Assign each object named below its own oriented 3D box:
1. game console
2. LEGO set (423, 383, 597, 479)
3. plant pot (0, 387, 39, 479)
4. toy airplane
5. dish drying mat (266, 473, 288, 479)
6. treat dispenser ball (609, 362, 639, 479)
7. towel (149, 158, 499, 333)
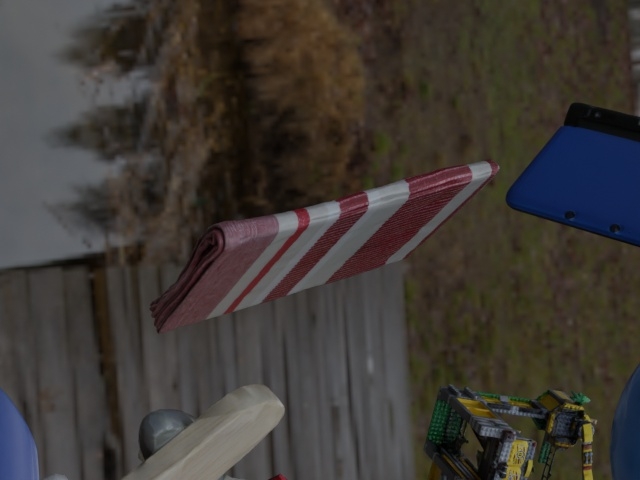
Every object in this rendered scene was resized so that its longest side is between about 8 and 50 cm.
[{"bbox_3d":[0.434,-0.060,1.856,0.250,0.293,0.173,21,89,-50],"label":"game console"},{"bbox_3d":[0.249,0.348,1.911,0.331,0.255,0.192,-68,-162,7],"label":"LEGO set"},{"bbox_3d":[-0.248,0.181,0.640,0.236,0.212,0.236,-56,-149,34],"label":"plant pot"},{"bbox_3d":[-0.231,0.299,1.232,0.272,0.386,0.384,43,-52,51],"label":"toy airplane"},{"bbox_3d":[-0.021,0.276,1.498,0.083,0.032,0.008,47,48,-6],"label":"dish drying mat"},{"bbox_3d":[0.423,0.204,1.383,0.288,0.288,0.288,-4,90,-80],"label":"treat dispenser ball"},{"bbox_3d":[0.000,0.000,1.496,0.037,0.329,0.237,66,-30,14],"label":"towel"}]
